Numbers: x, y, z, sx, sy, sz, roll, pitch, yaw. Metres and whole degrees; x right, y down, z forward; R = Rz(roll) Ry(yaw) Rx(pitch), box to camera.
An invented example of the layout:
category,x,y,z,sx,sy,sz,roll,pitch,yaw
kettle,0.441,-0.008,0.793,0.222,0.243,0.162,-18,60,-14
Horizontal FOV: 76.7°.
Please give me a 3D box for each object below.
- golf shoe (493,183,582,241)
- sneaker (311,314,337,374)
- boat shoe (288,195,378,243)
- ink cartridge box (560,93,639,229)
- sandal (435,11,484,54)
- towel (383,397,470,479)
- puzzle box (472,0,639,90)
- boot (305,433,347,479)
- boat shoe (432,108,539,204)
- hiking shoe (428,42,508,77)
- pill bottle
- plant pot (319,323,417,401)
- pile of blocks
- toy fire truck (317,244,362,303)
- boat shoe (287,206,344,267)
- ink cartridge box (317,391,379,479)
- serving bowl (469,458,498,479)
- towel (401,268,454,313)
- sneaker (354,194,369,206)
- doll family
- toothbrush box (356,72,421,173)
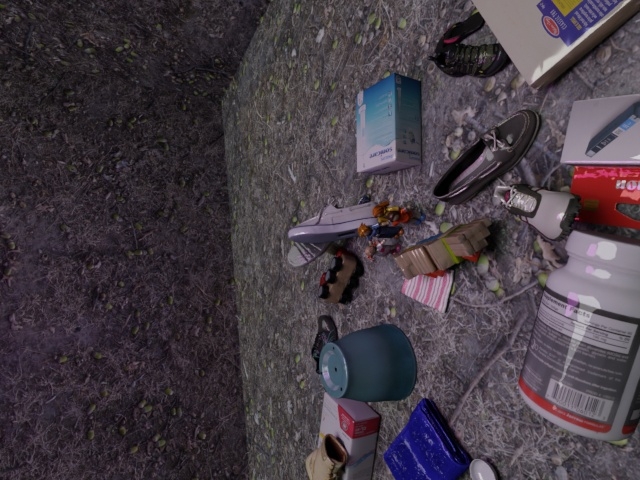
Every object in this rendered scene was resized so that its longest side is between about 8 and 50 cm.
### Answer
category,x,y,z,sx,sy,sz,roll,pitch,yaw
golf shoe,0.469,-0.071,0.895,0.273,0.120,0.105,-56,-18,-75
sneaker,0.016,0.459,1.782,0.101,0.106,0.267,-41,53,53
boat shoe,0.050,-0.091,1.559,0.368,0.136,0.156,-11,69,14
ink cartridge box,0.632,-0.151,0.791,0.296,0.066,0.260,19,104,59
sandal,0.409,-0.627,1.221,0.179,0.040,0.067,-18,73,58
towel,0.314,0.684,1.274,0.227,0.076,0.308,59,137,48
puzzle box,0.535,-0.597,0.965,0.272,0.052,0.408,-42,53,43
boot,0.044,0.869,1.475,0.203,0.095,0.261,-64,36,33
boat shoe,0.436,-0.214,1.099,0.335,0.096,0.112,-54,44,44
hiking shoe,0.411,-0.508,1.139,0.227,0.114,0.086,20,106,58
pill bottle,0.539,0.172,0.791,0.210,0.210,0.362,28,112,57
plant pot,0.147,0.436,1.407,0.272,0.256,0.271,-5,84,59
pile of blocks,0.367,0.042,1.202,0.112,0.149,0.362,60,148,-1
toy fire truck,0.048,0.117,1.731,0.246,0.159,0.216,-103,33,-62
boat shoe,-0.001,-0.003,1.678,0.320,0.103,0.118,-47,67,-3
ink cartridge box,0.103,0.777,1.591,0.226,0.131,0.305,19,104,58
serving bowl,0.449,0.638,1.101,0.083,0.027,0.083,-4,85,59
towel,0.342,0.137,1.311,0.197,0.029,0.144,25,111,58
sneaker,0.152,-0.126,1.630,0.058,0.052,0.135,58,135,50
doll family,0.220,-0.048,1.396,0.262,0.163,0.118,-62,39,38
toothbrush box,0.235,-0.395,1.424,0.216,0.126,0.295,-7,82,59
